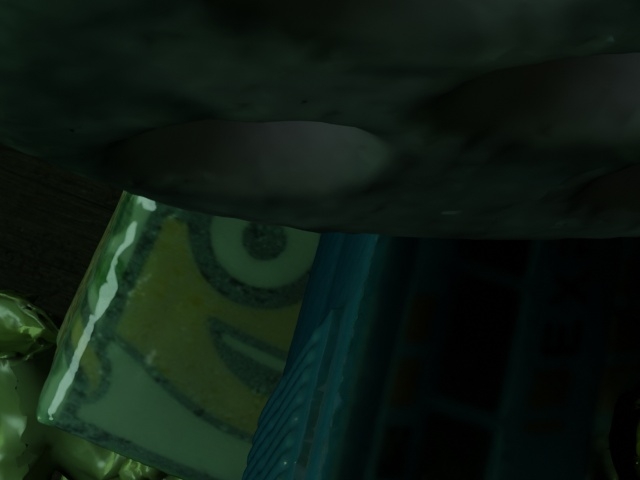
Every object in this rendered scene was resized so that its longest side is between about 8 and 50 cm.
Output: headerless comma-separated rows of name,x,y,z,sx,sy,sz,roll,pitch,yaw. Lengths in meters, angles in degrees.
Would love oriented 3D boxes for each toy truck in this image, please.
toy truck,0.080,0.015,0.671,0.161,0.162,0.385,122,167,-55

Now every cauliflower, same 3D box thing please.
cauliflower,-0.126,0.179,1.205,0.260,0.281,0.327,24,75,50

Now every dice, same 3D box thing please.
dice,0.066,-0.187,0.465,0.348,0.330,0.328,138,134,-71

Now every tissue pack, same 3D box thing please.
tissue pack,0.000,0.000,0.974,0.128,0.228,0.311,-88,23,-68
